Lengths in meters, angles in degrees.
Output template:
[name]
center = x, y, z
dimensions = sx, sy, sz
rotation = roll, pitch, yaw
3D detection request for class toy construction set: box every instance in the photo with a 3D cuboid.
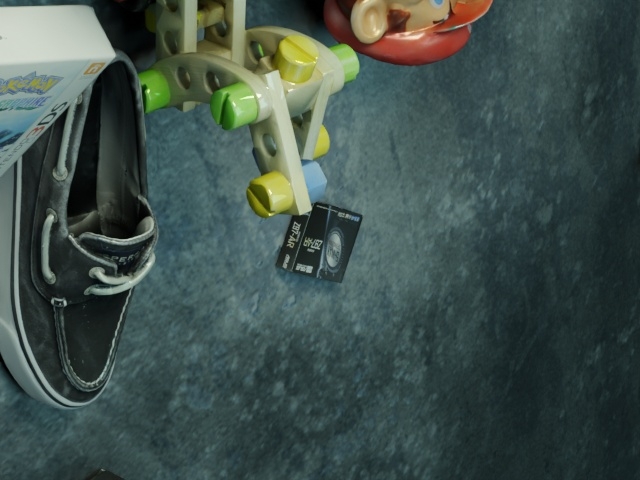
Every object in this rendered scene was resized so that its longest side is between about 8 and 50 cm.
[toy construction set]
center = -0.049, -0.198, 1.183
dimensions = 0.151, 0.215, 0.327
rotation = -9, 123, -43

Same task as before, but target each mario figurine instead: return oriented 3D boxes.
[mario figurine]
center = 0.061, -0.267, 1.352
dimensions = 0.198, 0.170, 0.320
rotation = -46, 137, -10

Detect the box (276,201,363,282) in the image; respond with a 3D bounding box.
[box]
center = 0.000, 0.000, 1.540
dimensions = 0.083, 0.018, 0.067
rotation = 16, 93, -56

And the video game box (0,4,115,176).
[video game box]
center = -0.253, -0.070, 1.042
dimensions = 0.205, 0.048, 0.187
rotation = -12, 155, -51

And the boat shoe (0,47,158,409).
[boat shoe]
center = -0.166, -0.003, 1.237
dimensions = 0.108, 0.102, 0.301
rotation = -23, 124, -47

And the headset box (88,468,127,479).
[headset box]
center = -0.194, 0.358, 1.357
dimensions = 0.246, 0.131, 0.283
rotation = -37, 134, -38
